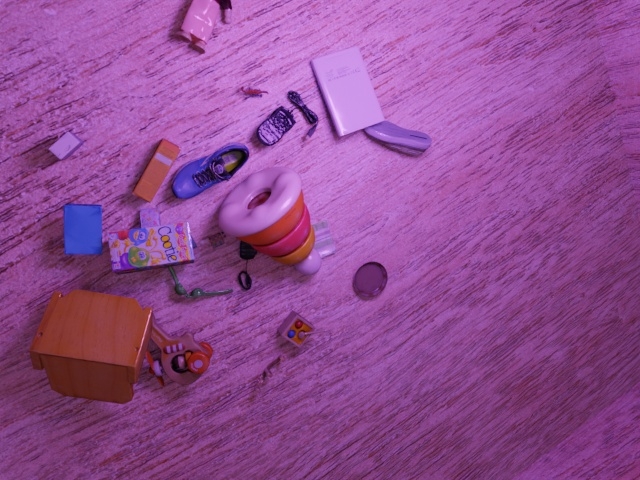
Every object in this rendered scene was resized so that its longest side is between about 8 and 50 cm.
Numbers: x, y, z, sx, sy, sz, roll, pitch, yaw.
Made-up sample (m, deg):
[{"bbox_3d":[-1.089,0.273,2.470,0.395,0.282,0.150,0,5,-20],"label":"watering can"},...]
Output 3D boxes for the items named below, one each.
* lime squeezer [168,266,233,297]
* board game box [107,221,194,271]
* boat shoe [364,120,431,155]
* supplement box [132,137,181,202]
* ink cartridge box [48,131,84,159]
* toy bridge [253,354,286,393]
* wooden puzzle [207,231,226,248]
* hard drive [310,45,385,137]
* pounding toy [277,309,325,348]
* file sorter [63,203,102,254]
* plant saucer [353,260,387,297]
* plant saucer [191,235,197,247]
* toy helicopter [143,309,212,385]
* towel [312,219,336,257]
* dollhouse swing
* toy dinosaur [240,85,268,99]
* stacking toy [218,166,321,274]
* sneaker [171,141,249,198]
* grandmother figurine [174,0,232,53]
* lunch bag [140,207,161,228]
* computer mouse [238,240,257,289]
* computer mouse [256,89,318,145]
[{"bbox_3d":[-0.502,0.179,1.907,0.311,0.059,0.109,30,62,-26],"label":"lime squeezer"},{"bbox_3d":[-0.610,0.031,1.761,0.276,0.144,0.141,-9,84,-16],"label":"board game box"},{"bbox_3d":[0.324,-0.430,2.070,0.303,0.094,0.109,14,50,-10],"label":"boat shoe"},{"bbox_3d":[-0.601,-0.256,1.770,0.080,0.078,0.233,28,89,-23],"label":"supplement box"},{"bbox_3d":[-0.858,-0.320,1.637,0.088,0.122,0.052,-46,112,-7],"label":"ink cartridge box"},{"bbox_3d":[-0.224,0.566,2.072,0.026,0.063,0.188,41,83,-22],"label":"toy bridge"},{"bbox_3d":[-0.413,0.000,1.926,0.083,0.006,0.049,-26,108,-14],"label":"wooden puzzle"},{"bbox_3d":[0.112,-0.602,1.960,0.211,0.040,0.318,-23,96,-15],"label":"hard drive"},{"bbox_3d":[-0.082,0.384,2.070,0.141,0.100,0.130,39,86,-22],"label":"pounding toy"},{"bbox_3d":[-0.833,-0.043,1.709,0.118,0.104,0.170,0,99,-20],"label":"file sorter"},{"bbox_3d":[0.223,0.173,2.184,0.169,0.029,0.168,-4,101,-20],"label":"plant saucer"},{"bbox_3d":[-0.577,0.041,1.867,0.192,0.018,0.067,-29,109,-14],"label":"plant saucer"},{"bbox_3d":[-0.608,0.423,1.890,0.235,0.140,0.355,-40,100,0],"label":"toy helicopter"},{"bbox_3d":[0.000,0.000,2.071,0.113,0.023,0.151,-22,107,-16],"label":"towel"},{"bbox_3d":[-0.815,0.398,1.783,0.348,0.304,0.314,10,59,-6],"label":"dollhouse swing"},{"bbox_3d":[-0.260,-0.573,1.846,0.082,0.090,0.047,-4,86,-51],"label":"toy dinosaur"},{"bbox_3d":[-0.140,-0.017,1.905,0.351,0.351,0.479,-40,128,-9],"label":"stacking toy"},{"bbox_3d":[-0.408,-0.266,1.803,0.330,0.147,0.129,-36,110,-10],"label":"sneaker"},{"bbox_3d":[-0.403,-0.861,1.725,0.208,0.104,0.342,27,87,-50],"label":"grandmother figurine"},{"bbox_3d":[-0.634,-0.079,1.804,0.071,0.053,0.083,-7,77,-19],"label":"lunch bag"},{"bbox_3d":[-0.299,0.086,1.973,0.071,0.041,0.241,4,106,-12],"label":"computer mouse"},{"bbox_3d":[-0.130,-0.447,1.923,0.184,0.060,0.262,42,73,-18],"label":"computer mouse"}]
